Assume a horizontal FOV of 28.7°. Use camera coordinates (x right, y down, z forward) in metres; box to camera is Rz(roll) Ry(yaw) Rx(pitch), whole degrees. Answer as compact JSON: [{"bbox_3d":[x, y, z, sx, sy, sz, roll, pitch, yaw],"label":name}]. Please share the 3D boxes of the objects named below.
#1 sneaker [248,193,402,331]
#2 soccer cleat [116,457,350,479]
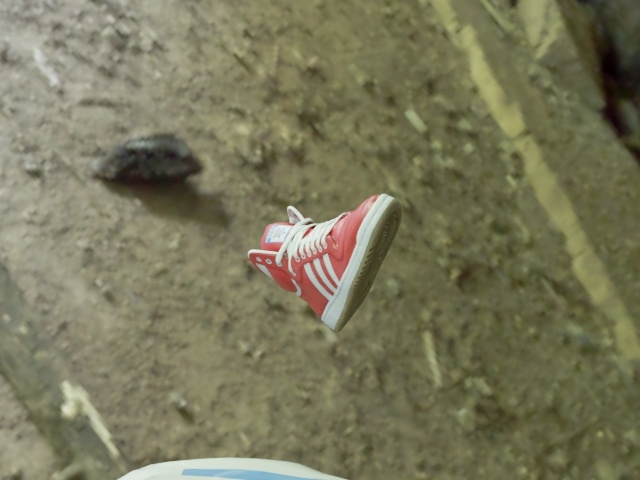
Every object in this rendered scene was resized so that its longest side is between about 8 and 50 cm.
[{"bbox_3d":[0.000,0.000,0.657,0.067,0.118,0.042,36,59,9],"label":"sneaker"},{"bbox_3d":[-0.080,0.161,0.537,0.143,0.116,0.331,19,8,32],"label":"soccer cleat"}]
